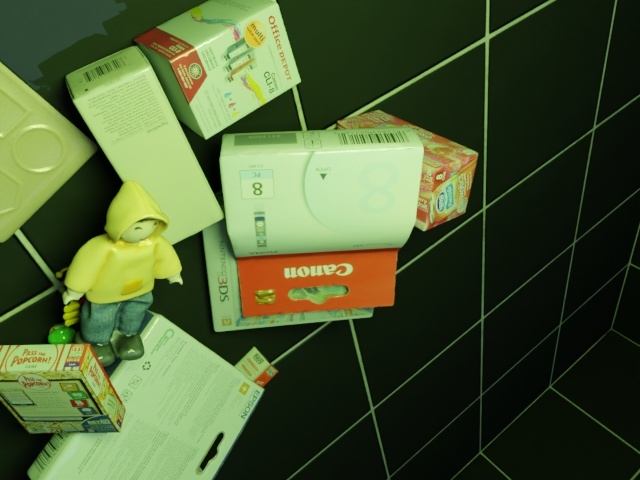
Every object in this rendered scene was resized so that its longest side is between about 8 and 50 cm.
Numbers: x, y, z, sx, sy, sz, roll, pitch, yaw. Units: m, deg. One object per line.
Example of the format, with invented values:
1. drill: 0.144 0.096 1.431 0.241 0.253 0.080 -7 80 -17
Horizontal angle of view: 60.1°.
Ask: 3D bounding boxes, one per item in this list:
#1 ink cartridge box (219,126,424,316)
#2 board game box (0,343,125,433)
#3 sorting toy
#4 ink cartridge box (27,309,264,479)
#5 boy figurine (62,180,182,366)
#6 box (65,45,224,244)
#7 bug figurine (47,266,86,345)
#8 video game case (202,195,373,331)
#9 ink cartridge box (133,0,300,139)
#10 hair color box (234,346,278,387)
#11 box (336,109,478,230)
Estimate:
1. ink cartridge box: 0.000 0.000 0.954 0.309 0.091 0.384 -4 123 -5
2. board game box: -0.390 0.225 0.820 0.147 0.045 0.193 0 136 -1
3. sorting toy: -0.428 -0.116 0.716 0.193 0.038 0.208 -47 143 -5
4. ink cartridge box: -0.299 0.346 1.035 0.324 0.072 0.330 -58 134 -20
5. boy figurine: -0.278 0.048 0.809 0.177 0.092 0.285 -2 126 -42
6. box: -0.248 -0.128 0.811 0.113 0.094 0.275 -28 135 -12
7. bug figurine: -0.455 0.141 0.842 0.279 0.072 0.216 -15 133 -40
8. video game case: -0.051 0.042 1.056 0.329 0.036 0.299 -5 125 -9
9. ink cartridge box: -0.144 -0.258 0.796 0.176 0.127 0.128 -37 136 -18
10. hair color box: -0.170 0.311 1.217 0.141 0.072 0.043 -44 138 -8
11. box: 0.150 -0.140 1.045 0.123 0.257 0.128 -21 131 -34
